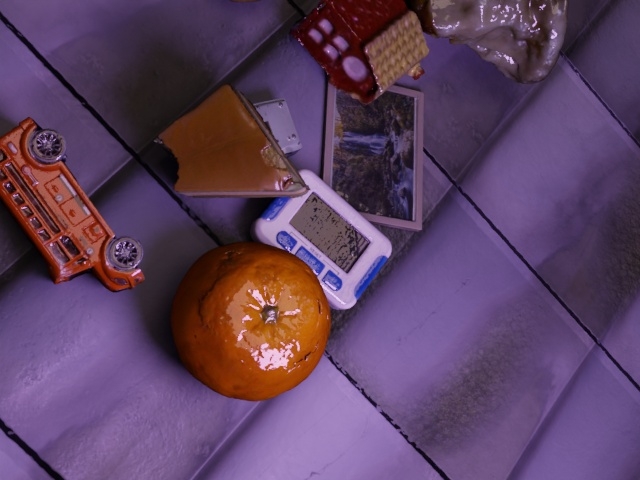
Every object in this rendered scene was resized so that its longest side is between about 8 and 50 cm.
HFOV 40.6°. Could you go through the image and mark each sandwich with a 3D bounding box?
[{"bbox_3d":[-0.166,-0.130,1.574,0.198,0.155,0.227,-36,85,6],"label":"sandwich"}]

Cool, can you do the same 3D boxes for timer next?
[{"bbox_3d":[0.000,0.000,1.690,0.253,0.078,0.178,42,71,-11],"label":"timer"}]

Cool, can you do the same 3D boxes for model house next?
[{"bbox_3d":[0.099,-0.411,1.791,0.254,0.160,0.196,48,55,-4],"label":"model house"}]

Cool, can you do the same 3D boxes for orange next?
[{"bbox_3d":[-0.124,0.142,1.523,0.284,0.226,0.284,7,71,-20],"label":"orange"}]

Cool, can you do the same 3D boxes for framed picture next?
[{"bbox_3d":[0.113,-0.190,1.833,0.240,0.020,0.324,11,73,-22],"label":"framed picture"}]

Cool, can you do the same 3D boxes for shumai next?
[{"bbox_3d":[0.337,-0.523,1.885,0.323,0.324,0.397,-9,76,-12],"label":"shumai"}]

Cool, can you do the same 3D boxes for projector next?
[{"bbox_3d":[-0.121,-0.209,1.705,0.147,0.061,0.115,-19,87,-27],"label":"projector"}]

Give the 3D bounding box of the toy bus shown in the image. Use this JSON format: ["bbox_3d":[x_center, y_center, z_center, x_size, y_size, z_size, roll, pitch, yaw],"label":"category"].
[{"bbox_3d":[-0.437,-0.037,1.474,0.153,0.143,0.329,-37,95,-18],"label":"toy bus"}]
